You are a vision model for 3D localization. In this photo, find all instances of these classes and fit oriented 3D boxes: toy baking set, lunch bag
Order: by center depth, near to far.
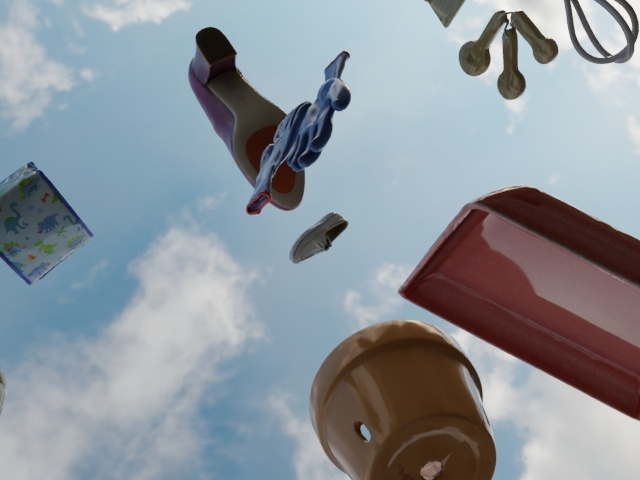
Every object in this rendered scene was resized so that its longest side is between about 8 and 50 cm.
[{"bbox_3d":[0.191,-0.235,0.574,0.030,0.256,0.197,-28,-80,-29],"label":"toy baking set"},{"bbox_3d":[-0.440,-0.023,0.991,0.129,0.096,0.151,-41,-55,-15],"label":"lunch bag"}]

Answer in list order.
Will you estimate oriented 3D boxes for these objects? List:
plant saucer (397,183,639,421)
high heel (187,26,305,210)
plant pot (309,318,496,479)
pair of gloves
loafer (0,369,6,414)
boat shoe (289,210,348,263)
[{"bbox_3d":[0.203,0.056,0.498,0.259,0.258,0.048,28,-106,5],"label":"plant saucer"},{"bbox_3d":[-0.136,-0.203,1.217,0.127,0.181,0.377,-20,-103,-16],"label":"high heel"},{"bbox_3d":[0.143,0.299,1.019,0.291,0.291,0.203,28,-168,-21],"label":"plant pot"},{"bbox_3d":[-0.020,-0.117,0.710,0.023,0.198,0.159,30,-124,-20],"label":"pair of gloves"},{"bbox_3d":[-0.513,0.206,0.780,0.268,0.102,0.092,2,-139,-43],"label":"loafer"},{"bbox_3d":[0.000,0.000,0.898,0.035,0.035,0.100,30,-121,35],"label":"boat shoe"}]
